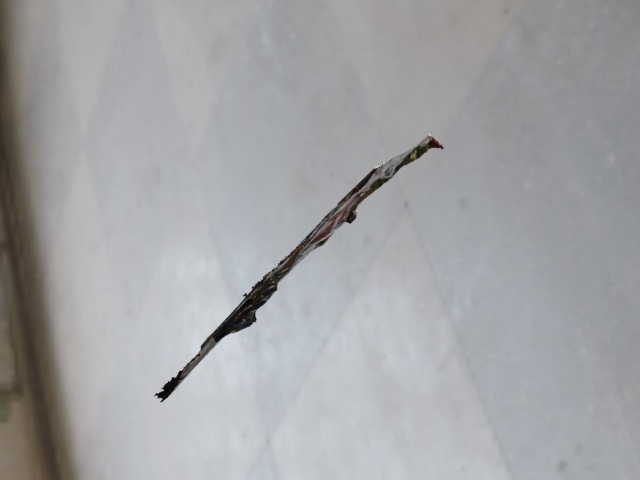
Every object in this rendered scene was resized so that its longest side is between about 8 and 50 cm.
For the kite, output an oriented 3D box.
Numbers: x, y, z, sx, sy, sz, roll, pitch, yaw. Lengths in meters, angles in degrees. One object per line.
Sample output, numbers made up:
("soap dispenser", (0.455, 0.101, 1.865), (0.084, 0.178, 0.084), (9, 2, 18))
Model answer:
("kite", (0.000, 0.000, 0.857), (0.016, 0.234, 0.321), (46, 130, -2))
